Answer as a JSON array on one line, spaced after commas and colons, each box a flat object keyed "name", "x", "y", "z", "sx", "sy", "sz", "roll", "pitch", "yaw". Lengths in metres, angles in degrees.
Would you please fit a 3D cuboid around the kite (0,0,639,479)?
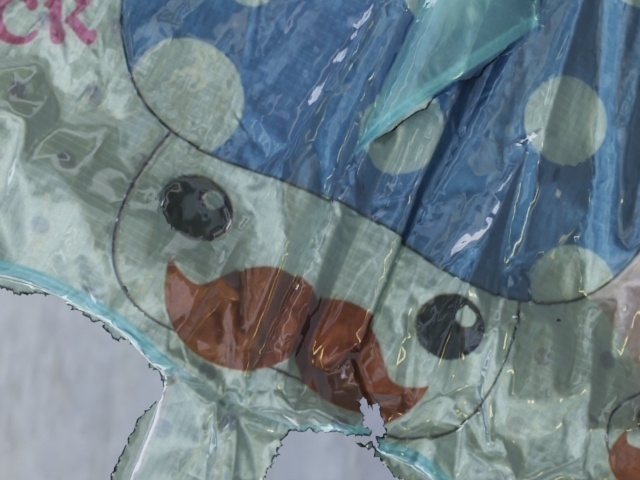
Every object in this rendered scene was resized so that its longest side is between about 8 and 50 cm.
[{"name": "kite", "x": 0.000, "y": 0.000, "z": 0.431, "sx": 0.368, "sy": 0.406, "sz": 0.014, "roll": -65, "pitch": 9, "yaw": -8}]
